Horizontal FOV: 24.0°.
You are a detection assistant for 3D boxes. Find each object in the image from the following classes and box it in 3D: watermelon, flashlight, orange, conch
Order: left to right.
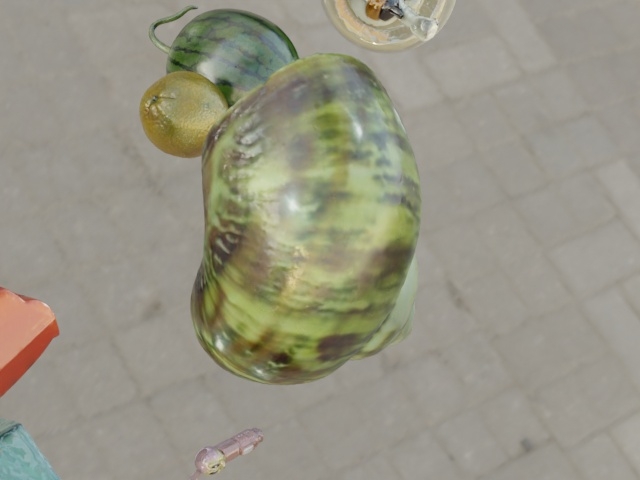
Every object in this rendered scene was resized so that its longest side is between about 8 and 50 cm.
[{"bbox_3d":[-0.134,-0.124,1.476,0.095,0.085,0.085,22,43,-58],"label":"orange"},{"bbox_3d":[-0.110,-0.186,1.629,0.187,0.141,0.141,22,44,20],"label":"watermelon"},{"bbox_3d":[-0.108,0.249,1.768,0.031,0.052,0.110,36,38,29],"label":"flashlight"},{"bbox_3d":[0.002,0.002,0.864,0.124,0.187,0.181,43,8,19],"label":"conch"}]

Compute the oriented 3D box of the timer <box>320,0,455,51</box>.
[{"bbox_3d":[0.071,-0.293,1.765,0.175,0.175,0.266,38,14,-4],"label":"timer"}]

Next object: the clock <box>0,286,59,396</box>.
[{"bbox_3d":[-0.266,0.058,0.978,0.155,0.061,0.113,12,43,33],"label":"clock"}]

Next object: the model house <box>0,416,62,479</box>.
[{"bbox_3d":[-0.287,0.304,1.247,0.230,0.280,0.249,-34,98,-19],"label":"model house"}]
